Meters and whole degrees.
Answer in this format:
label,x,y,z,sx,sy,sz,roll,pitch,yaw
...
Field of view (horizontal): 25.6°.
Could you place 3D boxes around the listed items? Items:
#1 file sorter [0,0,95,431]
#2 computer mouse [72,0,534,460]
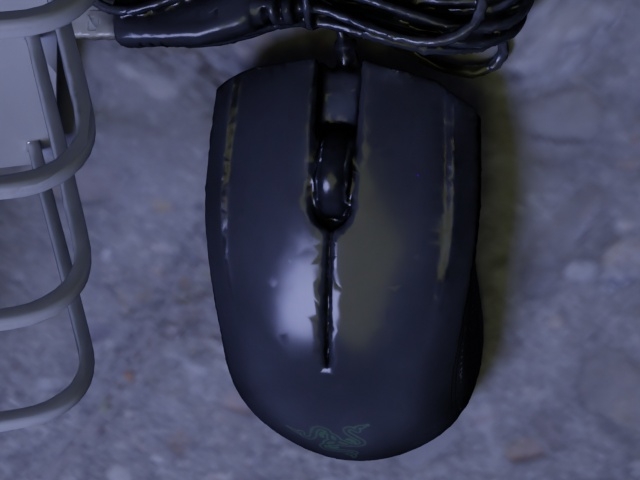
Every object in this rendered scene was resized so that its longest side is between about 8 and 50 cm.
label,x,y,z,sx,sy,sz,roll,pitch,yaw
file sorter,-0.171,-0.069,0.466,0.193,0.173,0.277,-7,140,-17
computer mouse,0.000,0.000,0.600,0.189,0.072,0.272,1,123,14
